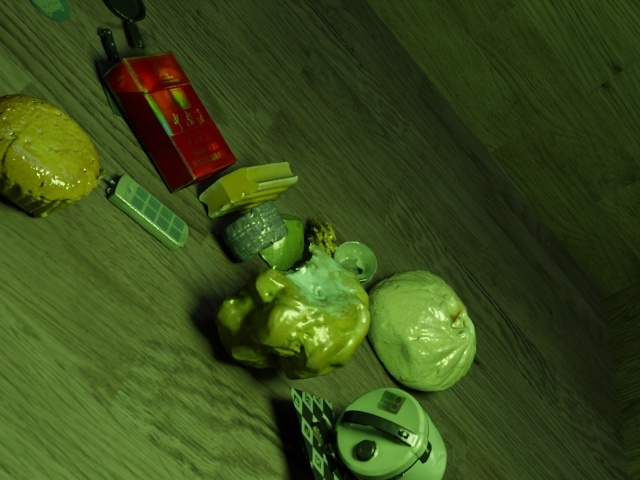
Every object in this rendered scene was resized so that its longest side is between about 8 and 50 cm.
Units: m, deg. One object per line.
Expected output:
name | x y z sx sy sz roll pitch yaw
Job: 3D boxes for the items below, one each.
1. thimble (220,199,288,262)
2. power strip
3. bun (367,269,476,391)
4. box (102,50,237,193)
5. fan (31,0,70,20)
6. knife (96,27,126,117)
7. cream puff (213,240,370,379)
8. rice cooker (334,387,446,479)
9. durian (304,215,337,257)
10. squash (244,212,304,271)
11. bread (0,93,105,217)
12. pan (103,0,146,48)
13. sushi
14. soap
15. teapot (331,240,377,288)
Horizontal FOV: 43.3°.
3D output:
thimble | -0.153 -0.020 1.893 0.098 0.150 0.150 58 30 -1
power strip | -0.371 -0.064 1.729 0.227 0.029 0.080 42 34 -25
bun | 0.292 0.233 2.230 0.349 0.227 0.353 43 32 -21
box | -0.347 -0.283 1.893 0.313 0.089 0.197 59 31 -3
fan | -0.638 -0.570 1.827 0.175 0.005 0.113 50 31 -14
knife | -0.486 -0.393 1.874 0.072 0.019 0.245 6 60 -54
cream puff | -0.052 0.184 1.725 0.274 0.270 0.323 46 35 17
rice cooker | 0.157 0.455 1.805 0.244 0.225 0.226 52 26 -44
durian | -0.011 0.006 2.141 0.078 0.140 0.224 -7 38 -13
squash | -0.082 -0.006 2.044 0.191 0.085 0.184 -5 66 -55
bread | -0.524 -0.158 1.482 0.240 0.139 0.240 36 36 -32
pan | -0.485 -0.566 2.022 0.136 0.028 0.235 11 50 -51
sushi | -0.010 0.446 1.760 0.231 0.047 0.220 39 30 -60
soap | -0.172 -0.126 1.968 0.073 0.140 0.232 58 30 8
teapot | 0.045 0.108 1.944 0.183 0.251 0.184 8 57 -13
